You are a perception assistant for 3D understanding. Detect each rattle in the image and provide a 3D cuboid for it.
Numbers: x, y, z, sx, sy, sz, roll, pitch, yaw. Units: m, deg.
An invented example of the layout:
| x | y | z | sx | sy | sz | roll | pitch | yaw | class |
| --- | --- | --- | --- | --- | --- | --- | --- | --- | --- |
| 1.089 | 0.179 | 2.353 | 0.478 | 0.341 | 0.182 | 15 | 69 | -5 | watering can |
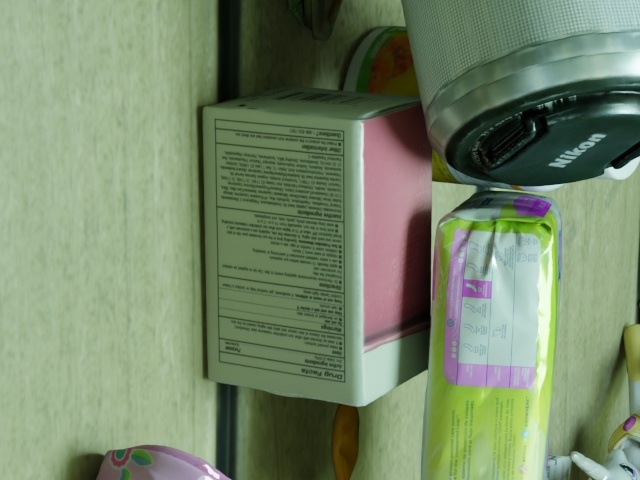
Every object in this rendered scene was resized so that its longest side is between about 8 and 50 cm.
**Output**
| x | y | z | sx | sy | sz | roll | pitch | yaw | class |
| --- | --- | --- | --- | --- | --- | --- | --- | --- | --- |
| 0.088 | 0.245 | 1.719 | 0.142 | 0.200 | 0.130 | -65 | 153 | -1 | rattle |

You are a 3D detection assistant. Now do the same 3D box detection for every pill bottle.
| x | y | z | sx | sy | sz | roll | pitch | yaw | class |
| --- | --- | --- | --- | --- | --- | --- | --- | --- | --- |
| 0.155 | -0.114 | 1.725 | 0.136 | 0.246 | 0.136 | -18 | 112 | -56 | pill bottle |

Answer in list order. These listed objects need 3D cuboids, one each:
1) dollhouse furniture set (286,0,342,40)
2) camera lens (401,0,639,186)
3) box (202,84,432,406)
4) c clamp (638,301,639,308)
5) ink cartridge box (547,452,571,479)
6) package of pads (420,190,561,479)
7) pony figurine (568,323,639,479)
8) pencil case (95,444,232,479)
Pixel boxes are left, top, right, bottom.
| x | y | z | sx | sy | sz | roll | pitch | yaw | class |
| --- | --- | --- | --- | --- | --- | --- | --- | --- | --- |
| -0.029 | -0.311 | 1.557 | 0.301 | 0.151 | 0.197 | 89 | 22 | -77 | dollhouse furniture set |
| 0.172 | -0.195 | 1.540 | 0.219 | 0.219 | 0.274 | 21 | 54 | -58 | camera lens |
| 0.000 | 0.000 | 1.589 | 0.127 | 0.149 | 0.232 | -22 | 115 | -57 | box |
| 0.419 | 0.050 | 2.413 | 0.160 | 0.022 | 0.137 | -67 | 151 | -26 | c clamp |
| 0.245 | 0.261 | 2.159 | 0.083 | 0.028 | 0.048 | -5 | 102 | -58 | ink cartridge box |
| 0.146 | 0.113 | 1.647 | 0.229 | 0.101 | 0.296 | -31 | 124 | -80 | package of pads |
| 0.392 | 0.307 | 2.217 | 0.351 | 0.303 | 0.363 | 65 | 33 | -17 | pony figurine |
| -0.148 | 0.287 | 1.443 | 0.124 | 0.124 | 0.284 | 48 | 56 | -51 | pencil case |
